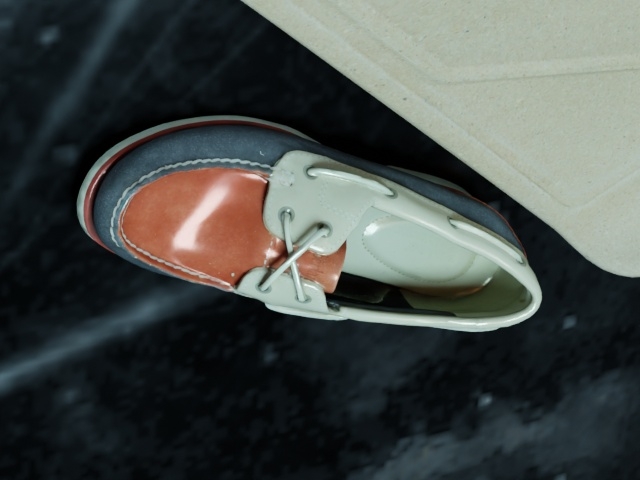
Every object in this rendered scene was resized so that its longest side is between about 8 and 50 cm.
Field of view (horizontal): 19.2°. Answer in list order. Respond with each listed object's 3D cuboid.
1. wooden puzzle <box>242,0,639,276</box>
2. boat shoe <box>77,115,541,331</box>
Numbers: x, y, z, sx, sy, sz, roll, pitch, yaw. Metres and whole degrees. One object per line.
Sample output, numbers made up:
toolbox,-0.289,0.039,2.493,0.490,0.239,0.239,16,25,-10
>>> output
wooden puzzle,0.097,-0.104,0.475,0.221,0.044,0.239,-35,135,21
boat shoe,0.000,0.000,0.521,0.137,0.043,0.049,10,117,-33
